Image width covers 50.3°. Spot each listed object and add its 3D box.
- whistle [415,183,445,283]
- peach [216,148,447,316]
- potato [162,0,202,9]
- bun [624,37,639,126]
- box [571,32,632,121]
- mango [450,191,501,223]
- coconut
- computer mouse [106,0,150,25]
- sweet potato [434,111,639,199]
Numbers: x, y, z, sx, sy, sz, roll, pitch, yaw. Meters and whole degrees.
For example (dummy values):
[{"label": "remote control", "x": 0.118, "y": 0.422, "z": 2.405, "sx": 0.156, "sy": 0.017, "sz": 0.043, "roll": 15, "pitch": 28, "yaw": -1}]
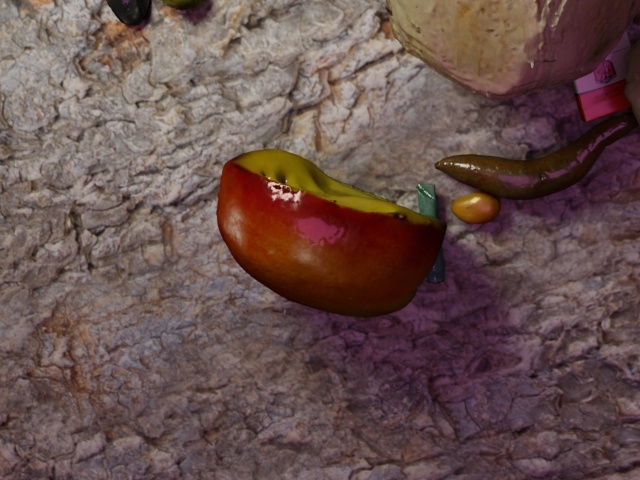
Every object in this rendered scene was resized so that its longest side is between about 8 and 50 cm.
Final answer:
[{"label": "whistle", "x": 0.205, "y": -0.013, "z": 1.267, "sx": 0.039, "sy": 0.039, "sz": 0.186, "roll": -5, "pitch": 104, "yaw": 12}, {"label": "peach", "x": 0.000, "y": 0.000, "z": 1.172, "sx": 0.381, "sy": 0.306, "sz": 0.242, "roll": 26, "pitch": 103, "yaw": 7}, {"label": "potato", "x": -0.280, "y": -0.491, "z": 1.209, "sx": 0.105, "sy": 0.085, "sz": 0.188, "roll": -39, "pitch": 99, "yaw": -4}, {"label": "bun", "x": 0.569, "y": -0.233, "z": 1.068, "sx": 0.229, "sy": 0.229, "sz": 0.145, "roll": 46, "pitch": 138, "yaw": -4}, {"label": "box", "x": 0.470, "y": -0.287, "z": 1.142, "sx": 0.100, "sy": 0.048, "sz": 0.152, "roll": -17, "pitch": 103, "yaw": 17}, {"label": "mango", "x": 0.281, "y": -0.060, "z": 1.238, "sx": 0.089, "sy": 0.046, "sz": 0.059, "roll": 2, "pitch": 104, "yaw": 23}, {"label": "coconut", "x": 0.279, "y": -0.397, "z": 0.995, "sx": 0.405, "sy": 0.404, "sz": 0.404, "roll": 3, "pitch": 105, "yaw": 10}, {"label": "computer mouse", "x": -0.364, "y": -0.461, "z": 1.250, "sx": 0.079, "sy": 0.047, "sz": 0.134, "roll": -14, "pitch": 100, "yaw": 13}, {"label": "sweet potato", "x": 0.377, "y": -0.127, "z": 1.178, "sx": 0.346, "sy": 0.079, "sz": 0.108, "roll": -14, "pitch": 113, "yaw": 18}]
